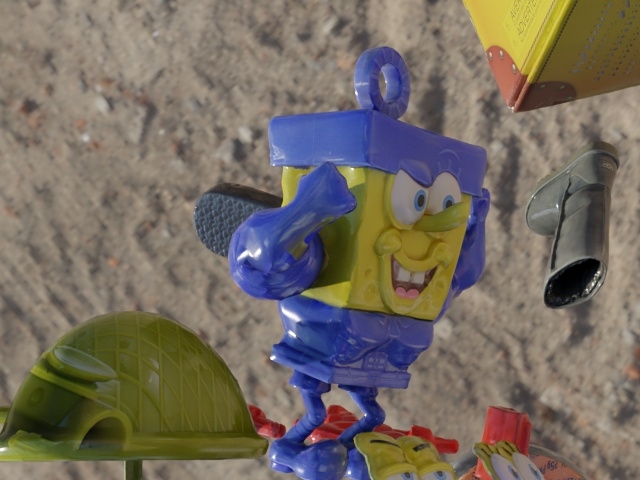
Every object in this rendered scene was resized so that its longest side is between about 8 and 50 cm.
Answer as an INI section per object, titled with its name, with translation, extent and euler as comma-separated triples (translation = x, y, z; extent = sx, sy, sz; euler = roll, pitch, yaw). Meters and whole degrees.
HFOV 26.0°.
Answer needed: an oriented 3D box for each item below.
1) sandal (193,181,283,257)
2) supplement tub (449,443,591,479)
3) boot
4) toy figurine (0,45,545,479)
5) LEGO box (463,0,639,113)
[sandal]
translation = 0.000, -0.001, 1.308
extent = 0.254, 0.054, 0.097
euler = 23, 125, 20
[supplement tub]
translation = 0.180, 0.306, 1.363
extent = 0.193, 0.193, 0.316
euler = 36, 167, 10
[boot]
translation = 0.295, 0.001, 1.657
extent = 0.076, 0.208, 0.190
euler = 18, 141, -9
[toy figurine]
translation = -0.018, 0.003, 0.683
extent = 0.191, 0.362, 0.217
euler = 10, 88, 40
[LEGO box]
translation = 0.224, -0.389, 1.061
extent = 0.500, 0.193, 0.372
euler = 106, 148, -66
